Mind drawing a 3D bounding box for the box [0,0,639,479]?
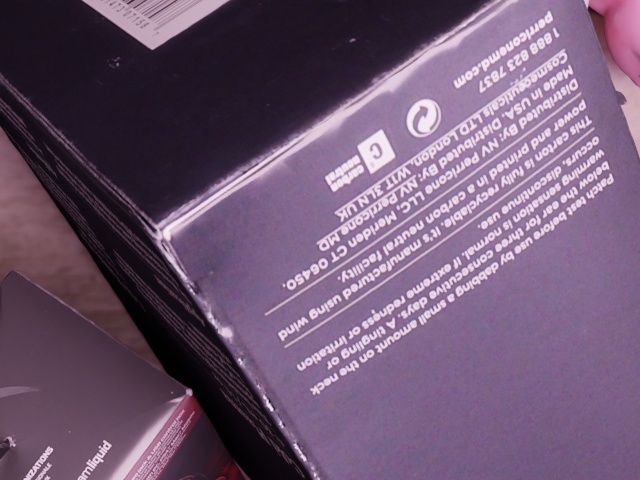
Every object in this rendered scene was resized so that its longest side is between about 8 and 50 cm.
[{"bbox_3d":[0.000,0.000,0.687,0.179,0.343,0.312,-35,125,-11],"label":"box"}]

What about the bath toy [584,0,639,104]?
[{"bbox_3d":[0.194,-0.144,0.856,0.348,0.129,0.151,-24,133,-18],"label":"bath toy"}]

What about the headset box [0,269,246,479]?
[{"bbox_3d":[-0.148,0.161,0.705,0.218,0.110,0.293,-53,163,-15],"label":"headset box"}]
